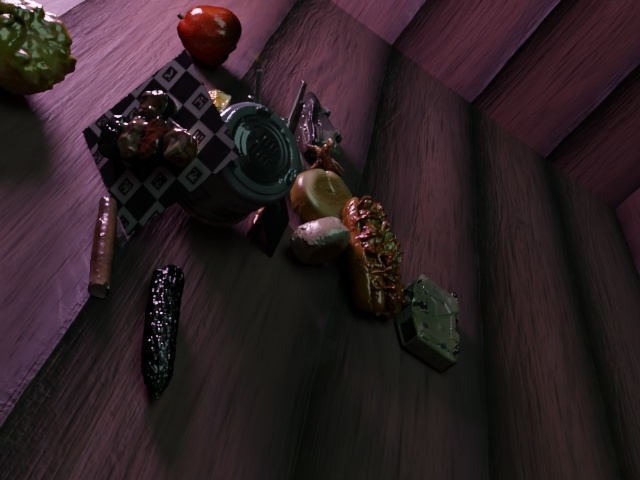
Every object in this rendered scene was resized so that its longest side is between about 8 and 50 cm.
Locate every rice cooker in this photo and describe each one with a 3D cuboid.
[{"bbox_3d":[-0.214,-0.177,1.639,0.316,0.316,0.264,9,73,-39],"label":"rice cooker"}]

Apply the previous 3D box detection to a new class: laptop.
[{"bbox_3d":[-0.114,-0.059,1.765,0.016,0.129,0.180,-1,32,15],"label":"laptop"}]

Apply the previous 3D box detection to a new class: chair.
[{"bbox_3d":[-0.119,-0.317,1.991,0.190,0.275,0.203,10,40,-3],"label":"chair"}]

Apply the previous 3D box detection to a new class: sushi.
[{"bbox_3d":[-0.379,-0.231,1.508,0.339,0.320,0.069,61,11,26],"label":"sushi"}]

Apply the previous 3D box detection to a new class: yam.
[{"bbox_3d":[-0.442,0.004,1.409,0.046,0.046,0.264,20,39,-28],"label":"yam"}]

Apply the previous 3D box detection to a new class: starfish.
[{"bbox_3d":[0.019,-0.236,2.020,0.150,0.210,0.053,41,67,15],"label":"starfish"}]

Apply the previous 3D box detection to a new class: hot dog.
[{"bbox_3d":[0.148,0.037,1.829,0.158,0.117,0.349,20,54,-41],"label":"hot dog"}]

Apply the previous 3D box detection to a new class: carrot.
[{"bbox_3d":[-0.158,-0.054,1.777,0.035,0.036,0.165,35,35,-8],"label":"carrot"}]

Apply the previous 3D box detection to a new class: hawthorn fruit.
[{"bbox_3d":[-0.357,-0.652,2.155,0.202,0.185,0.185,25,36,-18],"label":"hawthorn fruit"}]

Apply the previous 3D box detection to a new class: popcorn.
[{"bbox_3d":[-0.697,-0.426,1.562,0.266,0.192,0.233,-27,86,-31],"label":"popcorn"}]

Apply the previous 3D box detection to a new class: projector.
[{"bbox_3d":[0.293,0.206,1.874,0.193,0.088,0.270,35,33,-14],"label":"projector"}]

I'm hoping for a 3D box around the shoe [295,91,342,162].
[{"bbox_3d":[0.002,-0.355,2.237,0.149,0.109,0.293,26,38,-28],"label":"shoe"}]

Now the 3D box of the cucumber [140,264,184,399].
[{"bbox_3d":[-0.305,0.170,1.326,0.072,0.072,0.300,23,36,-25],"label":"cucumber"}]

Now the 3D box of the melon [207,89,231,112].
[{"bbox_3d":[-0.342,-0.387,1.956,0.160,0.079,0.128,17,58,-33],"label":"melon"}]

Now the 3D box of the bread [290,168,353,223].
[{"bbox_3d":[0.005,-0.104,1.931,0.213,0.104,0.213,29,42,-30],"label":"bread"}]

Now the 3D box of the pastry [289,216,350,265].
[{"bbox_3d":[0.000,0.000,1.766,0.165,0.166,0.088,-3,60,-47],"label":"pastry"}]
